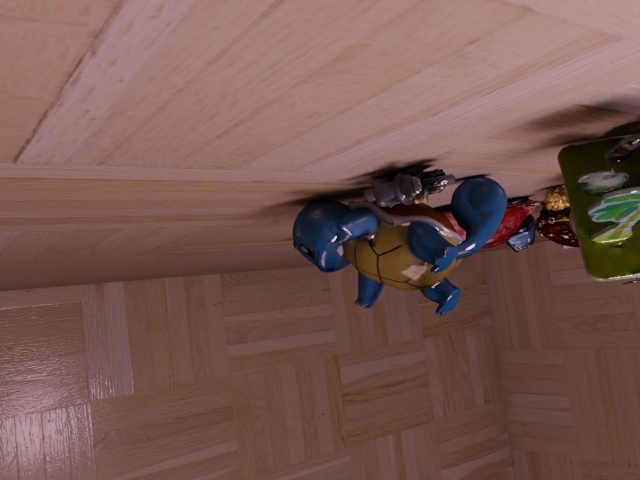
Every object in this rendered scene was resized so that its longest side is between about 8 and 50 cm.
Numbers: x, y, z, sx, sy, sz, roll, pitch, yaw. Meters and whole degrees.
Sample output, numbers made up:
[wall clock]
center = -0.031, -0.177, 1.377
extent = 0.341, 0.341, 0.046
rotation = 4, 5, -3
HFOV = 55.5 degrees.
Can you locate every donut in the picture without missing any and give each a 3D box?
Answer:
[donut]
center = 0.721, -0.050, 1.707
extent = 0.235, 0.089, 0.235
rotation = 15, 168, 3

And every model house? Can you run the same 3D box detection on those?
[model house]
center = 0.519, -0.110, 0.799
extent = 0.358, 0.242, 0.313
rotation = -6, 158, 7

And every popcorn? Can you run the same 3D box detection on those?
[popcorn]
center = 0.570, -0.101, 1.433
extent = 0.083, 0.057, 0.082
rotation = -16, 171, 43

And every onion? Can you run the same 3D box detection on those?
[onion]
center = 0.427, -0.039, 1.574
extent = 0.284, 0.120, 0.227
rotation = -10, 178, 23

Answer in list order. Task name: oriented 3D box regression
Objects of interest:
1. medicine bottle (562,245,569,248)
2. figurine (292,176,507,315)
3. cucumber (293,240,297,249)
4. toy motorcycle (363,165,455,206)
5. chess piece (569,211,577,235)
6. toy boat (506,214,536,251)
[medicine bottle]
center = 0.915, -0.050, 1.990
extent = 0.250, 0.133, 0.133
rotation = -10, 174, 19
[figurine]
center = 0.148, 0.006, 1.144
extent = 0.417, 0.242, 0.298
rotation = -9, 154, 12
[cucumber]
center = 0.000, 0.000, 1.807
extent = 0.163, 0.043, 0.039
rotation = -10, -160, 16
[toy motorcycle]
center = 0.137, -0.087, 1.016
extent = 0.124, 0.061, 0.193
rotation = -13, -176, -15
[chess piece]
center = 0.694, -0.061, 1.449
extent = 0.261, 0.142, 0.143
rotation = -10, 177, -41
[toy boat]
center = 0.545, -0.045, 1.698
extent = 0.100, 0.097, 0.223
rotation = -22, -169, 23
